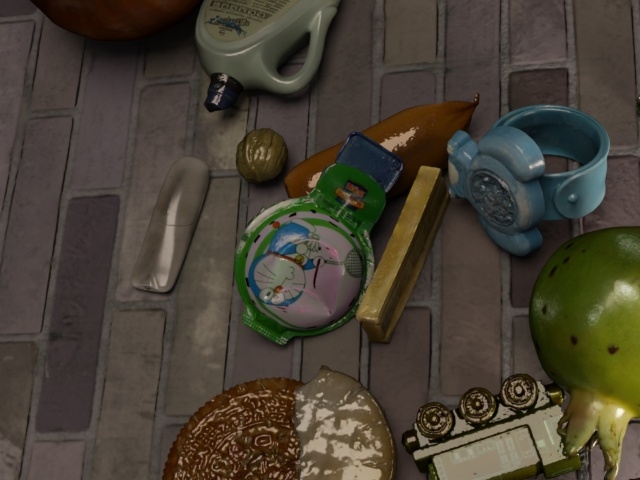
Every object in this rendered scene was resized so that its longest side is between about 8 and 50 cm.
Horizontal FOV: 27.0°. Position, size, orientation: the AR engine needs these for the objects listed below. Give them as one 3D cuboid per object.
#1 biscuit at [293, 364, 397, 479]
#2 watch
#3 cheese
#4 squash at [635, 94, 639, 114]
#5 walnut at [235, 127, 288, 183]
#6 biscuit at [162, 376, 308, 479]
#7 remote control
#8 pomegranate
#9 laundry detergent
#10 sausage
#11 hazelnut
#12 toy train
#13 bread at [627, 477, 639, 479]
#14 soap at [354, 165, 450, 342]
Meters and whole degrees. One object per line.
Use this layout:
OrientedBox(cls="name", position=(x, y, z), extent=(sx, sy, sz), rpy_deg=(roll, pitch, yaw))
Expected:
OrientedBox(cls="biscuit", position=(0.033, 0.299, 1.777), extent=(0.141, 0.038, 0.289), rpy_deg=(-3, 64, 9))
OrientedBox(cls="watch", position=(0.302, -0.109, 1.881), extent=(0.193, 0.211, 0.211), rpy_deg=(-32, 59, -26))
OrientedBox(cls="cheese", position=(0.000, 0.000, 1.898), extent=(0.204, 0.083, 0.320), rpy_deg=(31, 95, -10))
OrientedBox(cls="squash", position=(0.544, -0.188, 1.914), extent=(0.183, 0.052, 0.052), rpy_deg=(5, 66, 16))
OrientedBox(cls="walnut", position=(-0.090, -0.128, 2.034), extent=(0.092, 0.092, 0.092), rpy_deg=(-6, 64, 12))
OrientedBox(cls="biscuit", position=(-0.078, 0.329, 1.833), extent=(0.305, 0.038, 0.305), rpy_deg=(-6, 63, 12))
OrientedBox(cls="remote control", position=(-0.230, -0.030, 2.043), extent=(0.073, 0.044, 0.229), rpy_deg=(11, 68, 16))
OrientedBox(cls="pomegranate", position=(0.387, 0.133, 1.690), extent=(0.260, 0.260, 0.340), rpy_deg=(11, 69, 19))
OrientedBox(cls="laundry detergent", position=(-0.096, -0.319, 2.112), extent=(0.215, 0.105, 0.280), rpy_deg=(16, 69, 13))
OrientedBox(cls="sausage", position=(0.101, -0.122, 1.967), extent=(0.328, 0.112, 0.112), rpy_deg=(-28, 61, 1))
OrientedBox(cls="hazelnut", position=(-0.341, -0.480, 2.124), extent=(0.366, 0.366, 0.365), rpy_deg=(-6, 64, 12))
OrientedBox(cls="toy train", position=(0.225, 0.265, 1.758), extent=(0.225, 0.090, 0.137), rpy_deg=(-20, 65, 5))
OrientedBox(cls="bread", position=(0.397, 0.388, 1.568), extent=(0.232, 0.246, 0.135), rpy_deg=(22, 48, 14))
OrientedBox(cls="soap", position=(0.120, 0.022, 1.900), extent=(0.037, 0.092, 0.252), rpy_deg=(16, 70, 23))
